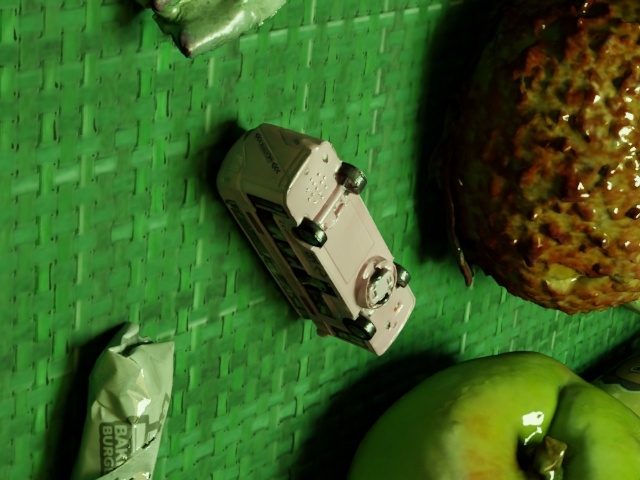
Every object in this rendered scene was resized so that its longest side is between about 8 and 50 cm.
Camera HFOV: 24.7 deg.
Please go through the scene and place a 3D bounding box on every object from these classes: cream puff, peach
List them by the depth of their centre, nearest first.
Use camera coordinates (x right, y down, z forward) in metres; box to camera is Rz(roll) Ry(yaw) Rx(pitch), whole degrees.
[{"bbox_3d":[0.161,0.254,1.195,0.314,0.282,0.315,-38,142,-46],"label":"peach"},{"bbox_3d":[0.256,-0.094,1.205,0.350,0.229,0.350,-32,131,-46],"label":"cream puff"}]

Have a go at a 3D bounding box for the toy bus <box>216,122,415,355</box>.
[{"bbox_3d":[0.000,0.000,1.012,0.063,0.090,0.203,-55,142,-21],"label":"toy bus"}]

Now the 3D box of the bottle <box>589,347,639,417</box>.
[{"bbox_3d":[0.317,0.217,1.485,0.351,0.172,0.171,-23,124,-48],"label":"bottle"}]

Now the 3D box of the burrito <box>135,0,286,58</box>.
[{"bbox_3d":[-0.010,-0.232,0.908,0.309,0.066,0.096,-58,139,-19],"label":"burrito"}]

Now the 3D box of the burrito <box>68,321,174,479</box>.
[{"bbox_3d":[-0.135,0.155,0.929,0.064,0.064,0.203,10,97,-55],"label":"burrito"}]

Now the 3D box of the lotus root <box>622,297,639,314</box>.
[{"bbox_3d":[0.356,0.039,1.534,0.183,0.077,0.090,27,84,-54],"label":"lotus root"}]
